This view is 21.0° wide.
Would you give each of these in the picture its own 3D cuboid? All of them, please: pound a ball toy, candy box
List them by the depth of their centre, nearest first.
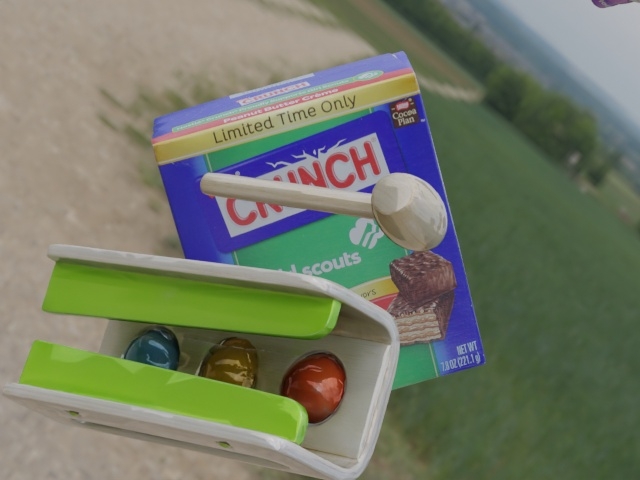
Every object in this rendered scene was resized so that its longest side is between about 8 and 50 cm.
[{"bbox_3d":[-0.055,0.056,1.260,0.319,0.208,0.136,6,-17,36],"label":"pound a ball toy"},{"bbox_3d":[0.000,0.000,1.731,0.122,0.268,0.317,-110,-175,-73],"label":"candy box"}]

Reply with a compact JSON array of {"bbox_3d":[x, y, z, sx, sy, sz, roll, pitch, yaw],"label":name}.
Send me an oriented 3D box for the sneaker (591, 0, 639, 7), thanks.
[{"bbox_3d":[0.340,-0.232,1.630,0.102,0.161,0.282,12,53,-40],"label":"sneaker"}]
